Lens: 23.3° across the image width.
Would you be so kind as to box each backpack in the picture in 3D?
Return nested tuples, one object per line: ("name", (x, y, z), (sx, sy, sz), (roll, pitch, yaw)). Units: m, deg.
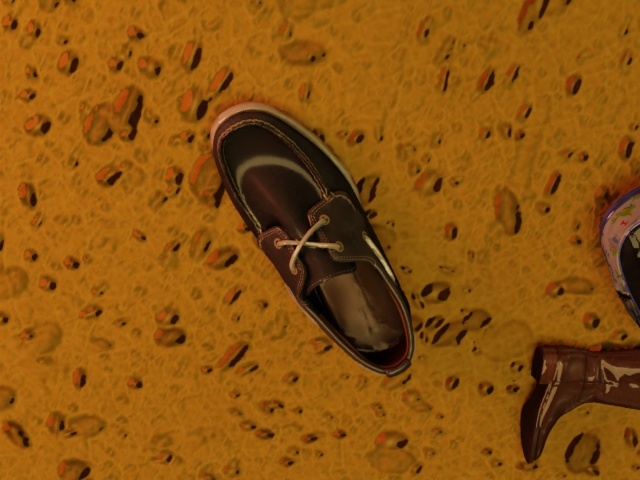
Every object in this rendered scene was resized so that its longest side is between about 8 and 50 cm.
("backpack", (0.265, 0.009, 1.165), (0.105, 0.084, 0.114), (-29, 117, 5))

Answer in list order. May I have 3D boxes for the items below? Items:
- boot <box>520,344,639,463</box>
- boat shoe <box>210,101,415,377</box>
("boot", (0.222, 0.133, 1.239), (0.114, 0.037, 0.106), (3, 114, -13))
("boat shoe", (0.000, 0.000, 1.136), (0.084, 0.079, 0.233), (-30, 111, 8))
